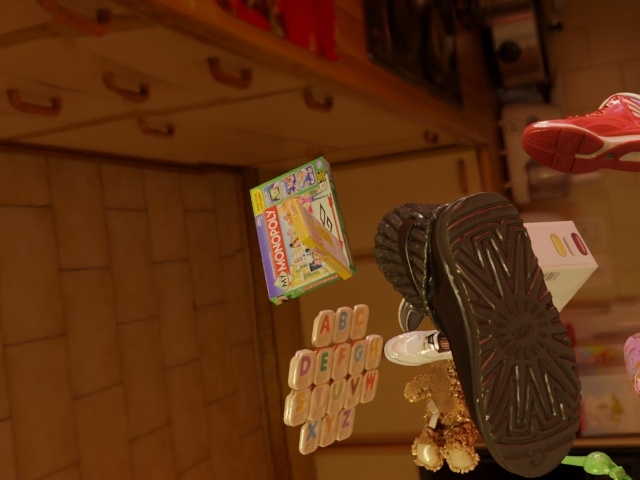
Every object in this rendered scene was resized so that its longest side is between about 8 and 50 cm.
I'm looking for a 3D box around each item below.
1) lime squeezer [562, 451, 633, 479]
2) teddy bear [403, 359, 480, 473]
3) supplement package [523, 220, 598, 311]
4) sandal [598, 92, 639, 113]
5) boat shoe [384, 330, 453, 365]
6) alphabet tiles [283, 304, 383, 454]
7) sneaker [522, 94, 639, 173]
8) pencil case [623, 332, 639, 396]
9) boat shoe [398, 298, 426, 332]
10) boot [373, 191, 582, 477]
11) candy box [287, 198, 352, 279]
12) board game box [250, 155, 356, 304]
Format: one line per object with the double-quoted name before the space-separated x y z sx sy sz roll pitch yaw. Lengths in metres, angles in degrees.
"lime squeezer" 0.566 0.490 1.607 0.059 0.310 0.110 0 121 -48
"teddy bear" 0.318 0.391 1.965 0.113 0.245 0.338 25 49 -41
"supplement package" 0.492 0.073 1.986 0.204 0.262 0.145 113 -34 -47
"sandal" 0.712 -0.197 1.648 0.102 0.416 0.169 7 104 -37
"boat shoe" 0.261 0.237 1.891 0.076 0.226 0.083 83 1 -60
"alphabet tiles" 0.032 0.265 1.571 0.284 0.021 0.278 -2 102 -53
"sneaker" 0.428 -0.174 1.303 0.128 0.221 0.087 -81 -179 -47
"pencil case" 0.782 0.296 1.909 0.284 0.124 0.124 -25 107 -74
"boat shoe" 0.250 0.152 2.012 0.075 0.065 0.206 -2 121 -30
"boot" 0.189 0.107 1.036 0.260 0.131 0.348 163 -85 -73
"candy box" 0.000 0.000 1.733 0.206 0.027 0.105 43 24 -51
"board game box" -0.047 -0.026 1.961 0.046 0.213 0.317 43 29 -55
